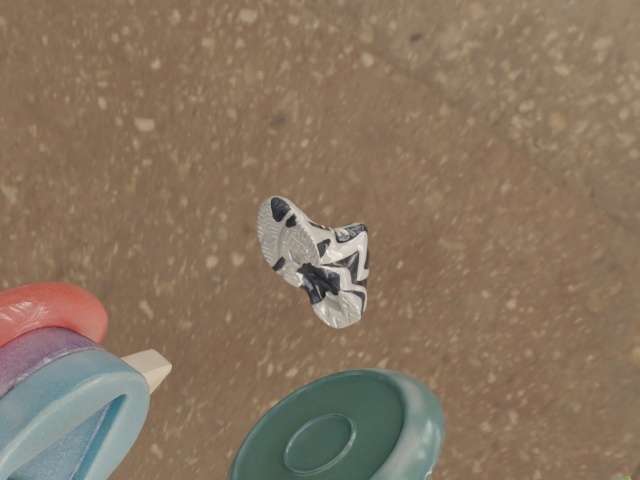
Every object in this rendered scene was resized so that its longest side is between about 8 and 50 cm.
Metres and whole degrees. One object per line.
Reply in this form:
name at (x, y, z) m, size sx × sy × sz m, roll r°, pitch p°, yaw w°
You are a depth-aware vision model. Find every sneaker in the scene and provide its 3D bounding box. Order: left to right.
sneaker at (0.000, 0.000, 1.772) m, size 0.235 × 0.094 × 0.153 m, roll 48°, pitch 35°, yaw -19°

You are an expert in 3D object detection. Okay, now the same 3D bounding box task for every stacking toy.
stacking toy at (-0.193, 0.192, 0.776) m, size 0.130 × 0.279 × 0.309 m, roll 38°, pitch 95°, yaw 22°

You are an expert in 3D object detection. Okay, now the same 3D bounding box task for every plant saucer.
plant saucer at (0.005, 0.268, 1.505) m, size 0.317 × 0.317 × 0.044 m, roll -42°, pitch 119°, yaw -20°

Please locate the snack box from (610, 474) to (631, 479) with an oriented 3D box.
snack box at (0.329, 0.371, 1.280) m, size 0.070 × 0.207 × 0.175 m, roll -20°, pitch 92°, yaw 17°
